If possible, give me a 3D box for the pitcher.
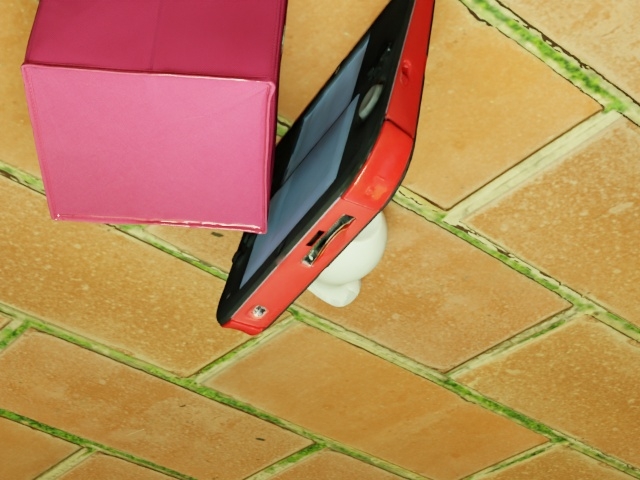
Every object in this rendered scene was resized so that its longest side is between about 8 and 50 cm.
[{"bbox_3d":[0.000,0.000,1.642,0.177,0.125,0.207,22,152,-2],"label":"pitcher"}]

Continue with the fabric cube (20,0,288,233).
[{"bbox_3d":[-0.170,-0.189,1.269,0.259,0.258,0.254,4,142,-3],"label":"fabric cube"}]

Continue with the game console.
[{"bbox_3d":[0.002,-0.095,1.319,0.060,0.342,0.386,25,138,-17],"label":"game console"}]
